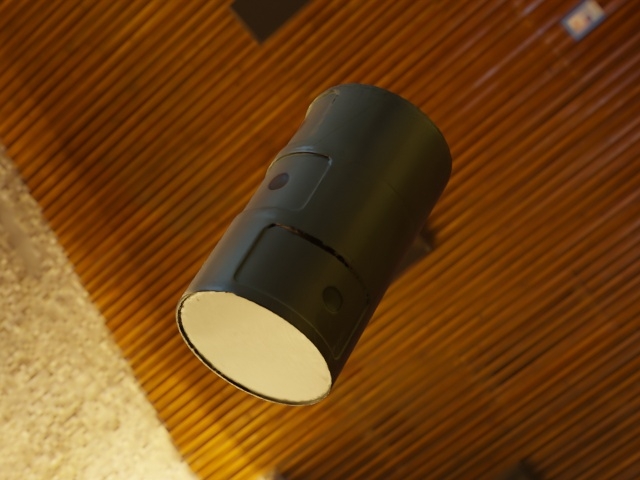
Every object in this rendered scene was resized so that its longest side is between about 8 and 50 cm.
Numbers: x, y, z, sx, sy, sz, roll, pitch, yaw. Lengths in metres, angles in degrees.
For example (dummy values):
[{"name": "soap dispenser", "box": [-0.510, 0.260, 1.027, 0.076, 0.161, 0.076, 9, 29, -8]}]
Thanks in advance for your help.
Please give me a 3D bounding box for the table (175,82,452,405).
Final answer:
[{"name": "table", "box": [0.000, 0.000, 0.961, 0.126, 0.126, 0.220, 44, -126, -19]}]
